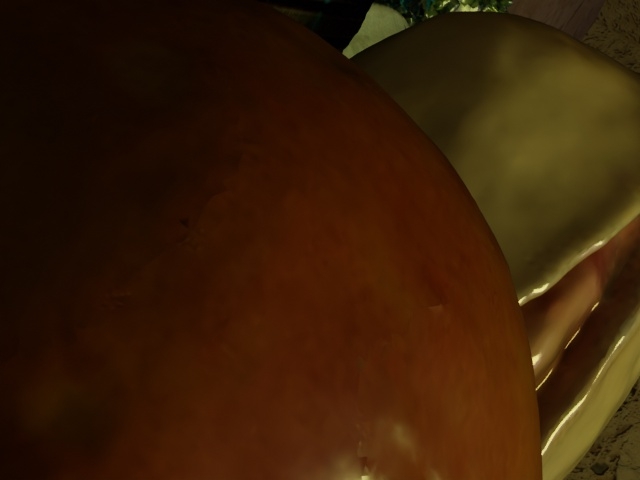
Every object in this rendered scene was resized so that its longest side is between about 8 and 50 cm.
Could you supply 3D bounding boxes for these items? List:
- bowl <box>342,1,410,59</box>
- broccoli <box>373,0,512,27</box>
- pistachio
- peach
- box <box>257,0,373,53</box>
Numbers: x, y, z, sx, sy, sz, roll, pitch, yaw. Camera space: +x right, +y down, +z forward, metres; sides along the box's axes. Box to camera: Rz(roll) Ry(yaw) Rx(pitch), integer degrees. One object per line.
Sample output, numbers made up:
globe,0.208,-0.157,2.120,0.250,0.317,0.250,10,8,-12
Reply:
bowl,0.000,0.000,1.209,0.313,0.146,0.313,-40,160,-18
broccoli,0.093,-0.178,1.330,0.154,0.160,0.167,-16,-138,60
pistachio,0.062,0.020,0.824,0.309,0.230,0.230,-52,169,-39
peach,-0.105,0.065,0.530,0.342,0.343,0.301,-54,144,-24
box,-0.101,-0.051,0.843,0.415,0.116,0.264,-59,170,11
